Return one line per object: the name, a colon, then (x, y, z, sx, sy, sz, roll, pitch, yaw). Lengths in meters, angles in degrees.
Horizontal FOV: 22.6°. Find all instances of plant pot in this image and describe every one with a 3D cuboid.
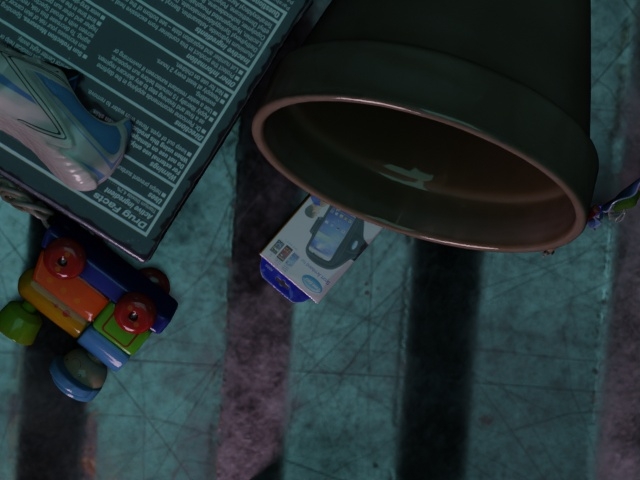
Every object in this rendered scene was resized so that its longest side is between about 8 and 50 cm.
plant pot: (0.132, -0.178, 1.520, 0.323, 0.323, 0.280, 21, 73, -6)

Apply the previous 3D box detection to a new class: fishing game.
fishing game: (0.344, -0.059, 1.595, 0.264, 0.189, 0.041, -31, 82, -22)

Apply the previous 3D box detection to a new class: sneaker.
sneaker: (-0.273, -0.139, 1.415, 0.237, 0.085, 0.086, 37, 66, -3)

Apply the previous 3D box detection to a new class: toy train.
toy train: (-0.279, 0.041, 1.601, 0.248, 0.105, 0.143, 38, 104, -7)

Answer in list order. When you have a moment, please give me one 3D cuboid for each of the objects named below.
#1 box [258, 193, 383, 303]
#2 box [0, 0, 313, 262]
box: (0.000, 0.000, 1.650, 0.081, 0.028, 0.136, 40, 89, -7)
box: (-0.212, -0.183, 1.537, 0.296, 0.183, 0.294, 33, 91, -6)
